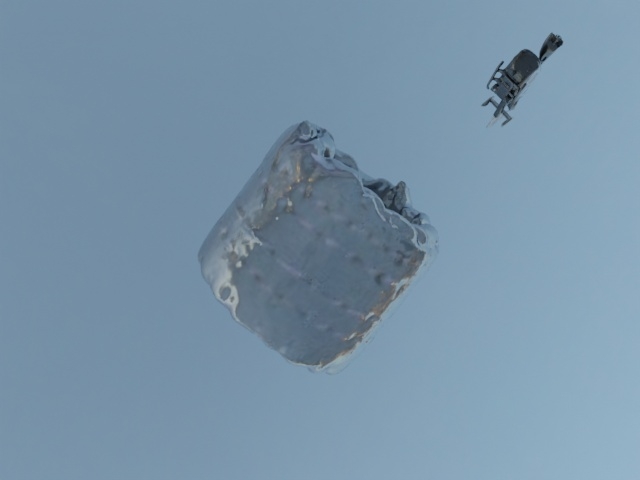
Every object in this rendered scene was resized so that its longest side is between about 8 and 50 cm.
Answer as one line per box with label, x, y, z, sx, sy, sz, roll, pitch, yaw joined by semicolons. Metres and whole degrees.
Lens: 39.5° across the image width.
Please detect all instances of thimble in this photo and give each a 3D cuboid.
thimble;0.001;0.002;0.575;0.127;0.151;0.118;36;-79;-11

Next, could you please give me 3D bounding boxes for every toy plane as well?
toy plane;0.282;-0.220;1.298;0.078;0.197;0.053;-34;-107;-25
